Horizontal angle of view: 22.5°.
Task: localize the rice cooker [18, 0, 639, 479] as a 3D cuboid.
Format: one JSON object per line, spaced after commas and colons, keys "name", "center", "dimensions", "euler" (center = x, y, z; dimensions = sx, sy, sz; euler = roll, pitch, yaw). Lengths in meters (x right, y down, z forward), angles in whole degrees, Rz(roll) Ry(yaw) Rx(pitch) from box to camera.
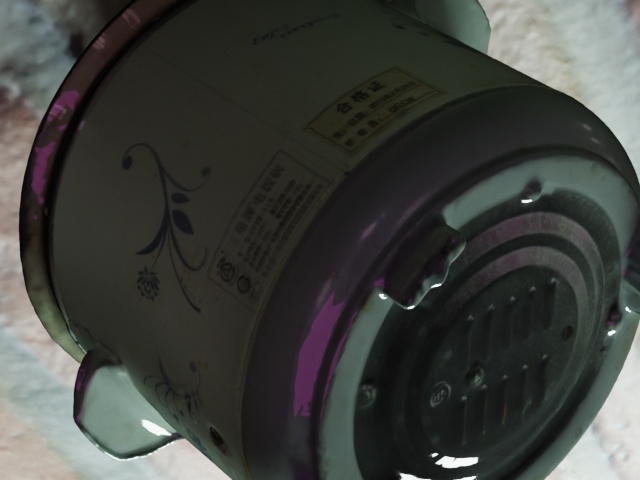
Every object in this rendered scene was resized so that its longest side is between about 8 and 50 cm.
{"name": "rice cooker", "center": [0.000, 0.000, 0.824], "dimensions": [0.316, 0.317, 0.264], "euler": [-28, 141, 16]}
